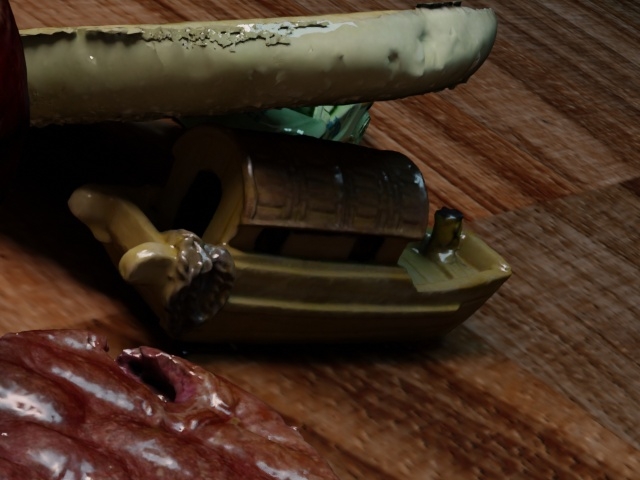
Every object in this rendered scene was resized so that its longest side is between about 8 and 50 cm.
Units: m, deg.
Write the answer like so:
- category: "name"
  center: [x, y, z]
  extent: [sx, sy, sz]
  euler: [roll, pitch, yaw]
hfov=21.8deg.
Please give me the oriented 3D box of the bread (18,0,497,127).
- category: "bread"
  center: [-0.053, -0.074, 0.714]
  extent: [0.266, 0.041, 0.267]
  euler: [-3, 6, 0]

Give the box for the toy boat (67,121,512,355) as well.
- category: "toy boat"
  center: [0.000, 0.000, 0.697]
  extent: [0.226, 0.088, 0.068]
  euler: [5, 30, -44]

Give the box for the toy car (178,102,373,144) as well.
- category: "toy car"
  center: [-0.018, -0.081, 0.911]
  extent: [0.093, 0.058, 0.186]
  euler: [32, 21, 6]

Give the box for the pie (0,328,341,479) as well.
- category: "pie"
  center: [-0.054, 0.081, 0.512]
  extent: [0.153, 0.038, 0.153]
  euler: [23, 24, -11]

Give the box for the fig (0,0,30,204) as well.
- category: "fig"
  center: [-0.208, -0.047, 0.504]
  extent: [0.170, 0.146, 0.274]
  euler: [-21, 23, -34]
